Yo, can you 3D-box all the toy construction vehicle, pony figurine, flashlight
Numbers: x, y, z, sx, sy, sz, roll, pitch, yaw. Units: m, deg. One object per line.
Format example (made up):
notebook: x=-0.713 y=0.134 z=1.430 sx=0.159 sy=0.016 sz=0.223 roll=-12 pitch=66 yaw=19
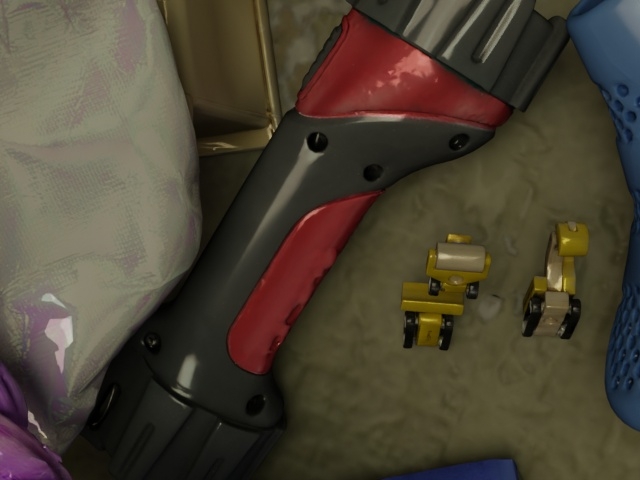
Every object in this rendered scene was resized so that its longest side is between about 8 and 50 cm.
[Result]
toy construction vehicle: x=0.083 y=0.021 z=0.470 sx=0.085 sy=0.098 sz=0.035 roll=2 pitch=59 yaw=5
pony figurine: x=-0.165 y=0.079 z=0.384 sx=0.363 sy=0.303 sz=0.351 roll=-1 pitch=126 yaw=37
flashlight: x=0.000 y=0.000 z=0.484 sx=0.103 sy=0.103 sz=0.304 roll=40 pitch=106 yaw=37

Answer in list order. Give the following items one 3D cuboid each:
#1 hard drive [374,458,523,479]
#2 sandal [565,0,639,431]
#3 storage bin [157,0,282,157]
hard drive: x=0.006 y=0.261 z=0.411 sx=0.210 sy=0.040 sz=0.319 roll=-14 pitch=46 yaw=14
sandal: x=0.162 y=-0.074 z=0.407 sx=0.138 sy=0.126 sz=0.317 roll=13 pitch=87 yaw=-13
storage bin: x=-0.174 y=-0.164 z=0.503 sx=0.260 sy=0.123 sz=0.262 roll=-7 pitch=91 yaw=15
